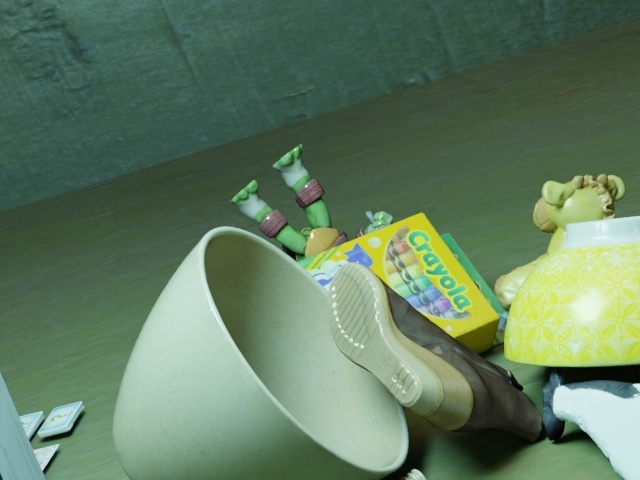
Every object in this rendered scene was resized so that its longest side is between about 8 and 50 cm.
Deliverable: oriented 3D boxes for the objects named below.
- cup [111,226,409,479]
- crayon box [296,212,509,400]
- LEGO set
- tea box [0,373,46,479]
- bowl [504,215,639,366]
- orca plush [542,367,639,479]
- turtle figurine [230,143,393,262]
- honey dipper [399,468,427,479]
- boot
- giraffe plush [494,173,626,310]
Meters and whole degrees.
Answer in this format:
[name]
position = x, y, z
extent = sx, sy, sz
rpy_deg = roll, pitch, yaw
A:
[cup]
position = -0.095, 0.187, 1.310
extent = 0.237, 0.331, 0.331
rpy_deg = -41, 11, 18
[crayon box]
position = 0.092, 0.091, 1.560
extent = 0.322, 0.083, 0.203
rpy_deg = -22, 56, -19
[LEGO set]
position = -0.456, 0.294, 1.625
extent = 0.182, 0.060, 0.244
rpy_deg = -15, 18, 13
[tea box]
position = -0.538, 0.256, 1.361
extent = 0.323, 0.329, 0.220
rpy_deg = -14, 19, 4
[bowl]
position = 0.354, 0.052, 1.363
extent = 0.289, 0.156, 0.289
rpy_deg = -6, 0, 0
[orca plush]
position = 0.342, 0.219, 1.190
extent = 0.287, 0.102, 0.151
rpy_deg = -4, 64, 60
[turtle figurine]
position = 0.000, 0.000, 1.736
extent = 0.197, 0.266, 0.275
rpy_deg = -37, 5, 24
[honey dipper]
position = 0.047, 0.297, 1.239
extent = 0.160, 0.031, 0.030
rpy_deg = -27, 21, -27
[boot]
position = 0.128, 0.134, 1.343
extent = 0.206, 0.090, 0.248
rpy_deg = 20, 25, -38
[giraffe plush]
position = 0.342, -0.002, 1.570
extent = 0.210, 0.171, 0.181
rpy_deg = -6, 3, 32
